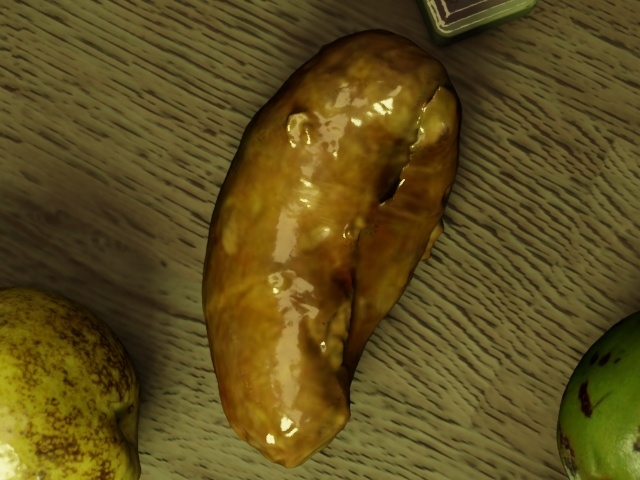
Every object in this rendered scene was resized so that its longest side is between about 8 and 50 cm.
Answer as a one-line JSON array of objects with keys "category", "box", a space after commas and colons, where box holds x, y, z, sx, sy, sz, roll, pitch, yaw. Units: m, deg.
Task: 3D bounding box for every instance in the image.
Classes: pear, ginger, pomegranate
[{"category": "pear", "box": [-0.217, 0.132, 1.402, 0.197, 0.197, 0.197, 0, 87, 5]}, {"category": "ginger", "box": [0.000, 0.000, 1.420, 0.165, 0.172, 0.321, 14, 95, -31]}, {"category": "pomegranate", "box": [0.283, 0.124, 1.377, 0.248, 0.202, 0.202, -30, 84, -28]}]

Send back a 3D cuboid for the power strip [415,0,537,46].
[{"category": "power strip", "box": [0.115, -0.270, 1.472, 0.145, 0.061, 0.216, -20, 86, -3]}]
